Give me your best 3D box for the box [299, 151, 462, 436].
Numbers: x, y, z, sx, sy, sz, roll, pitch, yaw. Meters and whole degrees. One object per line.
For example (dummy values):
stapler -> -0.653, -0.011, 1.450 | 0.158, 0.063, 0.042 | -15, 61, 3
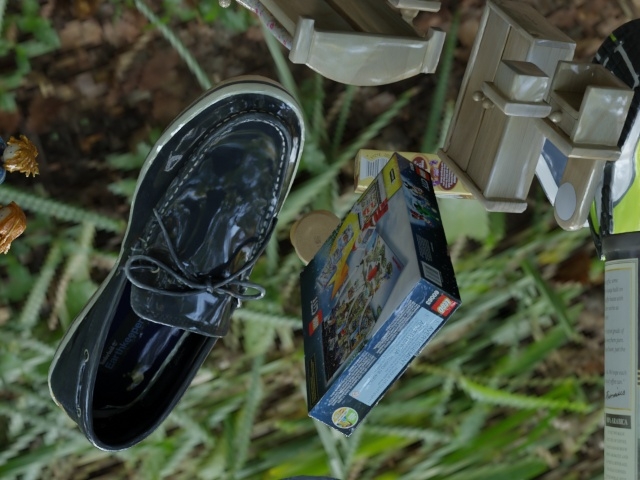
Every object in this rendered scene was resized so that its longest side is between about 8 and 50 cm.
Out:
box -> 0.046, 0.041, 1.325 | 0.044, 0.233, 0.159 | 30, 114, -18

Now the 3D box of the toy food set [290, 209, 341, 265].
toy food set -> 0.000, 0.000, 2.045 | 0.083, 0.083, 0.020 | -33, 166, 23

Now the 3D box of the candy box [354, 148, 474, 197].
candy box -> 0.138, -0.082, 1.922 | 0.186, 0.053, 0.109 | 2, 178, -1

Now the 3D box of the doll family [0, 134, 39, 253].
doll family -> -0.424, -0.064, 1.835 | 0.163, 0.263, 0.118 | -14, 149, 19

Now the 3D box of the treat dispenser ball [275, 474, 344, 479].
treat dispenser ball -> -0.011, 0.425, 1.803 | 0.288, 0.288, 0.288 | -17, 149, -11

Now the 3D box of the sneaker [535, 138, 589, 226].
sneaker -> 0.339, -0.115, 1.832 | 0.163, 0.086, 0.226 | -19, 130, 26

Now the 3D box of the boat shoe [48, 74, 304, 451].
boat shoe -> -0.159, 0.039, 1.760 | 0.186, 0.156, 0.500 | 21, 112, -31

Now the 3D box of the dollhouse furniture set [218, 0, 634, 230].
dollhouse furniture set -> 0.040, -0.126, 1.352 | 0.355, 0.303, 0.174 | 2, 118, -25

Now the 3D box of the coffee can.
coffee can -> 0.339, 0.134, 1.282 | 0.201, 0.275, 0.201 | 1, 176, 0

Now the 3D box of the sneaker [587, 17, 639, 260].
sneaker -> 0.338, -0.108, 1.529 | 0.121, 0.111, 0.300 | -12, 140, -8
